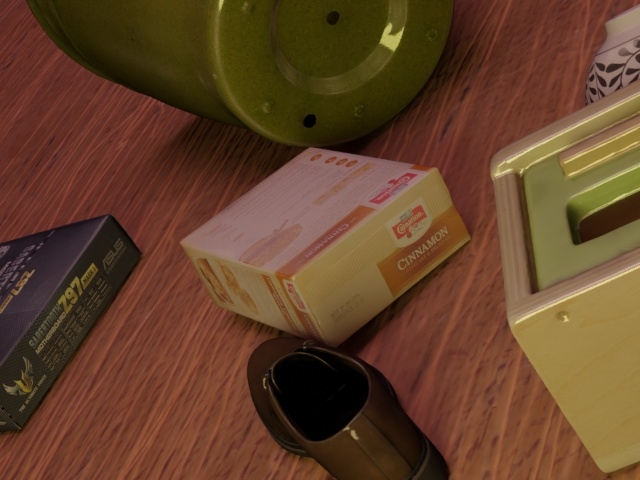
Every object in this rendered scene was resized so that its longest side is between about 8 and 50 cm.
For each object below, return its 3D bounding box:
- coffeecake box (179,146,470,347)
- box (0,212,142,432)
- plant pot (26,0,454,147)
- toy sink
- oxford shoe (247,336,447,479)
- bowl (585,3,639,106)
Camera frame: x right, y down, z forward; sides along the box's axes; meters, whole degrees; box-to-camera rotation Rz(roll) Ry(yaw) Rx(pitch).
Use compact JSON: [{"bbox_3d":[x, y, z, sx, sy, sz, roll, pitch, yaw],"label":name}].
[{"bbox_3d":[0.000,0.000,1.159,0.142,0.068,0.185,-37,24,-21],"label":"coffeecake box"},{"bbox_3d":[-0.292,0.082,1.400,0.183,0.059,0.232,-11,35,38],"label":"box"},{"bbox_3d":[-0.060,-0.257,1.415,0.366,0.366,0.353,-39,37,-7],"label":"plant pot"},{"bbox_3d":[0.193,-0.008,0.882,0.153,0.131,0.234,-25,27,19],"label":"toy sink"},{"bbox_3d":[0.000,0.096,0.984,0.083,0.096,0.227,-43,25,-11],"label":"oxford shoe"},{"bbox_3d":[0.241,-0.127,1.017,0.170,0.080,0.170,-27,4,2],"label":"bowl"}]
